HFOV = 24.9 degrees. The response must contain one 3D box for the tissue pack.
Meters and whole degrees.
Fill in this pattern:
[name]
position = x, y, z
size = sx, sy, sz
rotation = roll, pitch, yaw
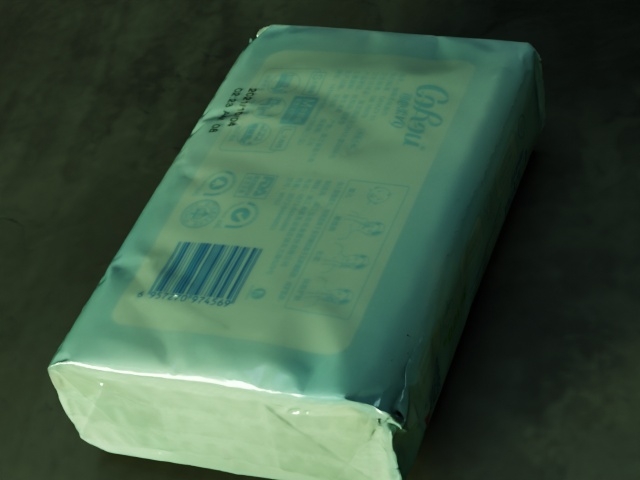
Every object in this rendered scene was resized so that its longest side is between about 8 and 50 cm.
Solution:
[tissue pack]
position = 0.000, 0.000, 0.744
size = 0.177, 0.089, 0.263
rotation = 7, 46, 22
